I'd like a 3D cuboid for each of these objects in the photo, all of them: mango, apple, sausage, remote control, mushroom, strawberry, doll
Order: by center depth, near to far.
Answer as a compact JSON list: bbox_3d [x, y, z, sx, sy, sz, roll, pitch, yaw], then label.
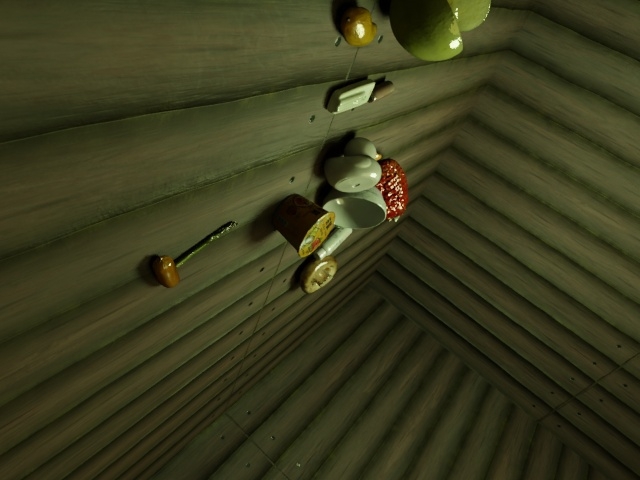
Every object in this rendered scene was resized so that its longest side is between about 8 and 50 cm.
[{"bbox_3d":[0.108,-0.600,1.159,0.098,0.075,0.190,-49,171,23],"label":"mango"},{"bbox_3d":[-0.450,0.097,1.200,0.062,0.054,0.183,-13,151,-18],"label":"sausage"},{"bbox_3d":[0.349,-0.695,1.221,0.292,0.292,0.254,-52,140,3],"label":"apple"},{"bbox_3d":[0.110,-0.493,1.412,0.230,0.049,0.090,-37,160,-42],"label":"remote control"},{"bbox_3d":[0.134,-0.314,1.646,0.251,0.221,0.221,-7,146,-15],"label":"doll"},{"bbox_3d":[0.330,-0.271,2.102,0.292,0.292,0.343,-30,138,-49],"label":"strawberry"},{"bbox_3d":[-0.018,0.187,2.292,0.278,0.146,0.278,-37,156,-20],"label":"mushroom"}]

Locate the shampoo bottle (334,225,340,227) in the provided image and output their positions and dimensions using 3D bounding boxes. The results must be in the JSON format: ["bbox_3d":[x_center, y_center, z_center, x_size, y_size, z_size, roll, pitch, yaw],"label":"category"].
[{"bbox_3d":[0.132,-0.154,2.069,0.118,0.087,0.234,-14,144,-34],"label":"shampoo bottle"}]

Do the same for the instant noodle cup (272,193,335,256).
[{"bbox_3d":[-0.071,-0.068,1.602,0.216,0.172,0.215,-45,162,-20],"label":"instant noodle cup"}]

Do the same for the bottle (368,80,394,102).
[{"bbox_3d":[0.223,-0.561,1.547,0.140,0.053,0.053,-37,157,-37],"label":"bottle"}]

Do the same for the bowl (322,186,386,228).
[{"bbox_3d":[0.154,-0.178,1.852,0.287,0.287,0.143,88,7,-64],"label":"bowl"}]

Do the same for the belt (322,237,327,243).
[{"bbox_3d":[0.000,0.000,2.141,0.083,0.036,0.059,-31,155,-48],"label":"belt"}]

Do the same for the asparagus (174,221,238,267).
[{"bbox_3d":[-0.358,0.006,1.295,0.248,0.024,0.025,-41,-158,-30],"label":"asparagus"}]

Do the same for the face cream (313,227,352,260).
[{"bbox_3d":[0.063,0.008,2.223,0.269,0.082,0.082,-45,162,-28],"label":"face cream"}]
